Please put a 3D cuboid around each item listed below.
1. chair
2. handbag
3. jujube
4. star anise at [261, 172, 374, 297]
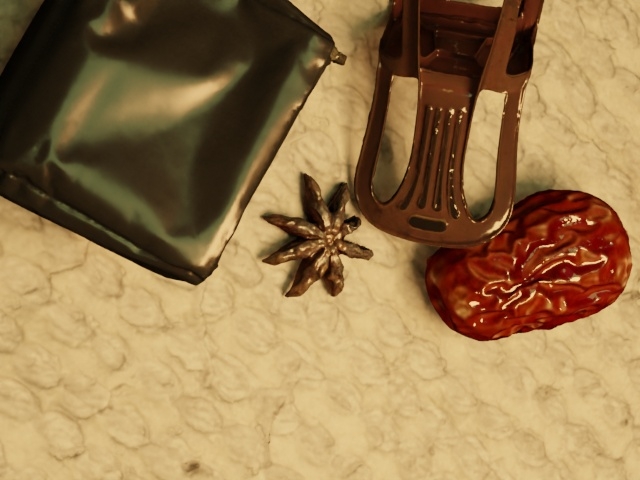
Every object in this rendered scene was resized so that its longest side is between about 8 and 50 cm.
[{"bbox_3d":[0.142,-0.178,1.727,0.175,0.183,0.326,11,126,6],"label":"chair"},{"bbox_3d":[-0.158,-0.128,1.557,0.275,0.178,0.302,30,79,-14],"label":"handbag"},{"bbox_3d":[0.229,0.031,1.816,0.230,0.155,0.155,-22,107,-17],"label":"jujube"},{"bbox_3d":[-0.001,0.001,1.740,0.141,0.042,0.141,-3,97,-28],"label":"star anise"}]
